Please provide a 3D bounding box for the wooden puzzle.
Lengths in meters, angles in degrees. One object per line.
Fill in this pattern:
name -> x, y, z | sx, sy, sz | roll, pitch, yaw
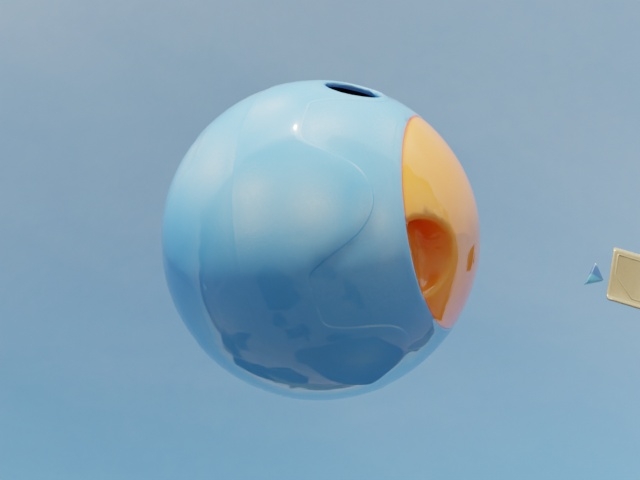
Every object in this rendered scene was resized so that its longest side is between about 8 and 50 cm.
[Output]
wooden puzzle -> 0.374, 0.049, 0.662 | 0.116, 0.078, 0.014 | 24, -23, 9

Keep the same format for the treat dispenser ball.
treat dispenser ball -> 0.000, 0.000, 0.525 | 0.288, 0.288, 0.288 | -4, -62, -7
